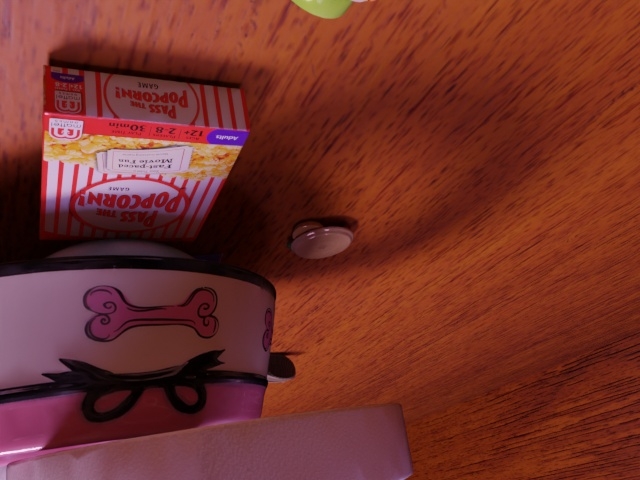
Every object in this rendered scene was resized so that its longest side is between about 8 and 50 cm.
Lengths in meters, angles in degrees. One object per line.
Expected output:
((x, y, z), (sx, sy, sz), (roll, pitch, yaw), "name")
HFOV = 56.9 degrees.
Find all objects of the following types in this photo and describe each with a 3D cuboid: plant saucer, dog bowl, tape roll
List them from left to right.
((-0.241, 0.149, 0.636), (0.409, 0.150, 0.408), (-9, 162, -3), "dog bowl")
((-0.206, 0.032, 0.601), (0.195, 0.037, 0.195), (-7, 162, -2), "plant saucer")
((-0.104, 0.231, 0.598), (0.393, 0.071, 0.392), (-9, 162, -3), "tape roll")

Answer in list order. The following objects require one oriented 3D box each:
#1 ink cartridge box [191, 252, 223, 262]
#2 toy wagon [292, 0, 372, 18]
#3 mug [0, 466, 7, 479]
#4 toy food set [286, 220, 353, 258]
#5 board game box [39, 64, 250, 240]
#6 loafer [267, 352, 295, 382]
((-0.246, 0.081, 0.772), (0.209, 0.045, 0.206), (-3, 154, -23), "ink cartridge box")
((0.048, -0.212, 0.258), (0.345, 0.068, 0.267), (6, 150, -34), "toy wagon")
((-0.552, 0.327, 0.899), (0.328, 0.276, 0.374), (8, 159, -31), "mug")
((0.000, 0.000, 0.741), (0.083, 0.020, 0.082), (-4, 154, -18), "toy food set")
((-0.160, -0.061, 0.506), (0.147, 0.045, 0.193), (0, 154, -25), "board game box")
((-0.120, 0.260, 1.200), (0.148, 0.056, 0.050), (15, 145, -28), "loafer")
